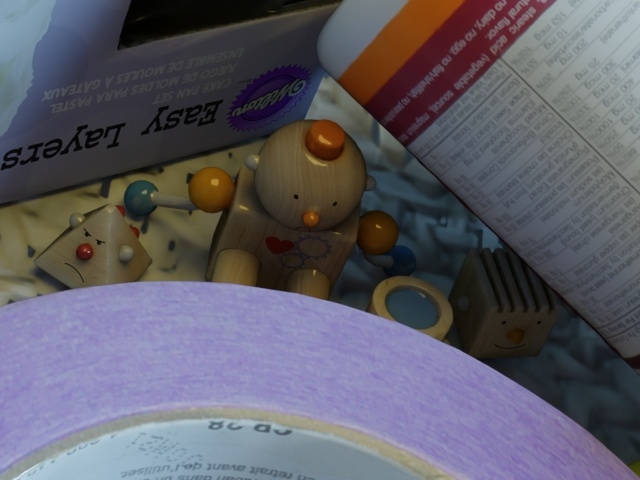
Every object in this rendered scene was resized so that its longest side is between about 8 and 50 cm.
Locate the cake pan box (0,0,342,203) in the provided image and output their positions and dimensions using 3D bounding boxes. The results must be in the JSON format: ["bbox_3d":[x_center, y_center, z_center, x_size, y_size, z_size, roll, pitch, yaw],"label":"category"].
[{"bbox_3d":[-0.082,-0.110,0.580,0.267,0.245,0.070,-16,60,-34],"label":"cake pan box"}]

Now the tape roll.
[{"bbox_3d":[-0.020,0.141,0.477,0.275,0.090,0.274,12,45,-12],"label":"tape roll"}]

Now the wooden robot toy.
[{"bbox_3d":[0.000,0.000,0.625,0.173,0.079,0.076,14,45,-9],"label":"wooden robot toy"}]

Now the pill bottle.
[{"bbox_3d":[0.115,-0.027,0.617,0.221,0.121,0.121,44,46,-2],"label":"pill bottle"}]

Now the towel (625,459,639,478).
[{"bbox_3d":[0.195,0.087,0.667,0.237,0.021,0.102,-18,52,-33],"label":"towel"}]
